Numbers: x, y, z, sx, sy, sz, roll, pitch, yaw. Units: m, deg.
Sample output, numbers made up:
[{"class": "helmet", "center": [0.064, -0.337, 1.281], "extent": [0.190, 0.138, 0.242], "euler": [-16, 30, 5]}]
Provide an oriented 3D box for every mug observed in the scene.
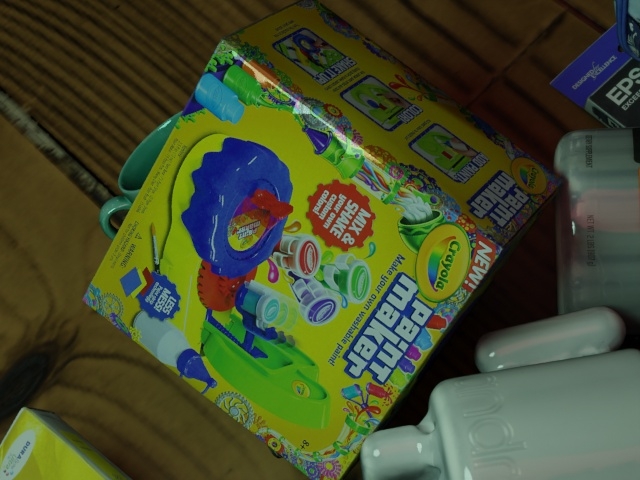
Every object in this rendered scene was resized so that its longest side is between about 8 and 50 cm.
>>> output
[{"class": "mug", "center": [-0.130, -0.055, 1.531], "extent": [0.157, 0.097, 0.129], "euler": [-22, 32, 32]}]

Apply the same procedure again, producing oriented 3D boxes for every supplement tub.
[{"class": "supplement tub", "center": [0.367, -0.008, 1.353], "extent": [0.316, 0.193, 0.193], "euler": [-2, 63, 11]}]

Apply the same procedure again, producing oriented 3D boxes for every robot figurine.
[{"class": "robot figurine", "center": [0.213, 0.194, 1.227], "extent": [0.353, 0.200, 0.300], "euler": [-10, 63, -1]}]

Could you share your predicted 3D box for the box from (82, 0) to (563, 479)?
[{"class": "box", "center": [0.000, 0.000, 1.317], "extent": [0.279, 0.290, 0.177], "euler": [36, 31, 8]}]

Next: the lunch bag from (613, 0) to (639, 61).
[{"class": "lunch bag", "center": [0.404, -0.256, 1.394], "extent": [0.303, 0.243, 0.115], "euler": [1, 63, 9]}]

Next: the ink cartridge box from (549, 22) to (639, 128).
[{"class": "ink cartridge box", "center": [0.369, -0.172, 1.523], "extent": [0.206, 0.045, 0.208], "euler": [-43, 61, -10]}]

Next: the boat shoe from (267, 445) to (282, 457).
[{"class": "boat shoe", "center": [-0.081, 0.121, 1.451], "extent": [0.073, 0.080, 0.223], "euler": [-30, 56, 2]}]

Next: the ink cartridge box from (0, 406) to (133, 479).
[{"class": "ink cartridge box", "center": [-0.218, 0.349, 1.292], "extent": [0.307, 0.072, 0.303], "euler": [33, 94, 34]}]
